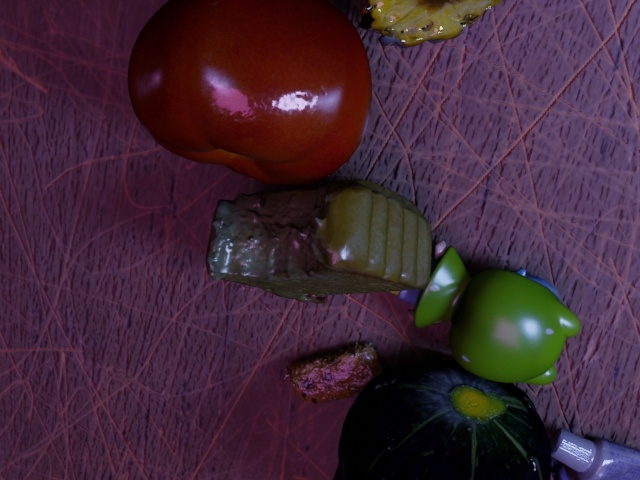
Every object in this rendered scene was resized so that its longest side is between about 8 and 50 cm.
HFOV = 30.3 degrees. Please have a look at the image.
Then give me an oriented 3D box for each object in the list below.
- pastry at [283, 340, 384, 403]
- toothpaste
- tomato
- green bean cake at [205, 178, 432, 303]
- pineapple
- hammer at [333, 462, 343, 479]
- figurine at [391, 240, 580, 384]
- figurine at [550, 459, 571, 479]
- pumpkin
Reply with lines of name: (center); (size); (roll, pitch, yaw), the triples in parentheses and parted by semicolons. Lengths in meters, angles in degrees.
pastry: (0.022, 0.197, 1.716); (0.140, 0.056, 0.080); (-22, 102, 22)
toothpaste: (0.453, 0.344, 1.694); (0.282, 0.068, 0.099); (26, 150, -12)
tomato: (-0.083, -0.200, 1.418); (0.298, 0.298, 0.226); (16, 83, 5)
green bean cake: (0.000, 0.000, 1.509); (0.236, 0.233, 0.124); (-5, 75, 36)
pineapple: (0.133, -0.312, 1.380); (0.225, 0.225, 0.076); (-32, 62, 25)
hammer: (0.023, 0.369, 1.823); (0.065, 0.021, 0.178); (22, 119, 3)
figurine: (0.210, 0.093, 1.580); (0.263, 0.143, 0.162); (27, 114, 11)
figurine: (0.312, 0.396, 1.688); (0.114, 0.126, 0.157); (43, 86, 19)
pumpkin: (0.159, 0.319, 1.617); (0.295, 0.296, 0.296); (5, 118, 10)
